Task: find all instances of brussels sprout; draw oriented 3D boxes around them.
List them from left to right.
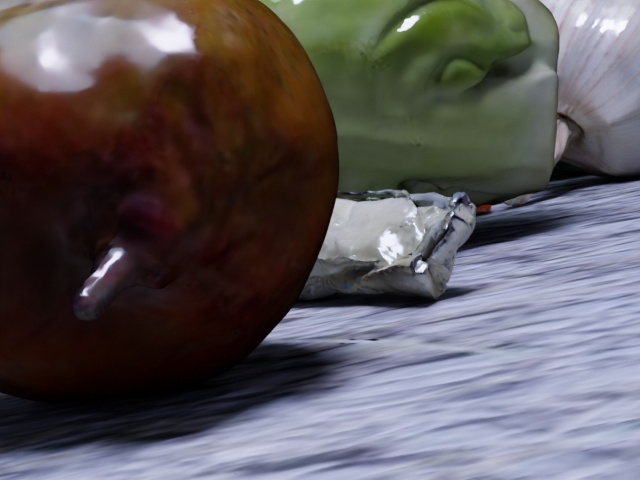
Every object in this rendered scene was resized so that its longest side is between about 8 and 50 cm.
[{"bbox_3d":[0.002,-0.101,1.143,0.328,0.247,0.328,-2,19,1],"label":"brussels sprout"}]

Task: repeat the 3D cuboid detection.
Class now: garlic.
[{"bbox_3d":[0.216,-0.097,1.376,0.199,0.199,0.226,-5,41,48],"label":"garlic"}]

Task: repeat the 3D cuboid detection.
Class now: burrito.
[{"bbox_3d":[0.000,0.002,0.914,0.058,0.063,0.229,-1,1,-36],"label":"burrito"}]

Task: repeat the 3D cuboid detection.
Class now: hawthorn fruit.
[{"bbox_3d":[-0.088,-0.016,0.675,0.208,0.208,0.248,-11,21,-11],"label":"hawthorn fruit"}]

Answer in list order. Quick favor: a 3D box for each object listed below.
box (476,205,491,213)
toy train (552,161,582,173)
[{"bbox_3d":[0.006,-0.020,1.346,0.245,0.035,0.139,-11,5,-8],"label":"box"},{"bbox_3d":[0.147,-0.150,1.616,0.301,0.202,0.120,-8,-14,19],"label":"toy train"}]
